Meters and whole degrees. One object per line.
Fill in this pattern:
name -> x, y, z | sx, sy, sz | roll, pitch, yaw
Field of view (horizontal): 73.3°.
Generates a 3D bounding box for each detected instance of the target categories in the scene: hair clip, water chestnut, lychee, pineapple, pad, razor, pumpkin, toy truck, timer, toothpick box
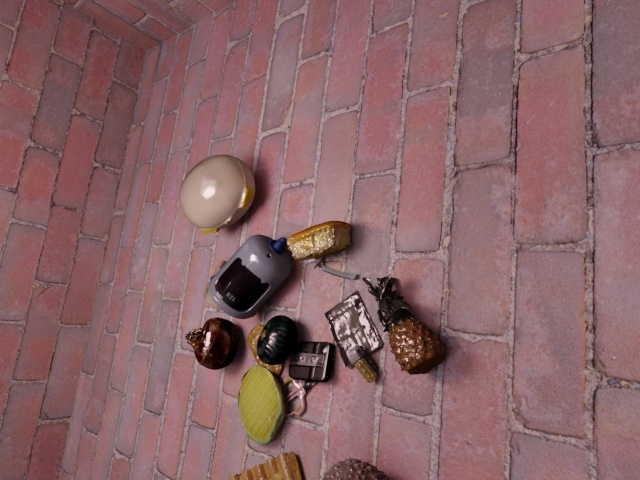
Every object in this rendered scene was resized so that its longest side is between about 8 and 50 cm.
hair clip -> -0.466, 0.223, 1.992 | 0.282, 0.113, 0.173 | 40, 104, 40
water chestnut -> -0.467, 0.437, 1.859 | 0.223, 0.238, 0.224 | -160, 90, -76
lychee -> 0.103, 0.803, 1.256 | 0.300, 0.300, 0.300 | -12, 70, 37
pineapple -> 0.245, 0.245, 1.373 | 0.165, 0.165, 0.365 | -45, 53, 21
pad -> 0.115, 0.319, 1.549 | 0.174, 0.022, 0.233 | -39, 56, 24
razor -> 0.060, 0.119, 1.642 | 0.191, 0.037, 0.068 | 17, 47, 37
pumpkin -> -0.173, 0.385, 1.666 | 0.202, 0.140, 0.202 | -60, 13, 25
toy truck -> 0.144, 0.417, 1.452 | 0.052, 0.063, 0.123 | -42, 82, 23
timer -> -0.040, 0.448, 1.602 | 0.187, 0.055, 0.144 | -10, 61, 38
toothpick box -> -0.269, 0.126, 1.792 | 0.355, 0.263, 0.263 | -47, 53, 19

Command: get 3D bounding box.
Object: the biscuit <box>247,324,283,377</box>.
biscuit -> -0.232, 0.460, 1.788 | 0.118, 0.029, 0.247 | -51, 52, 16

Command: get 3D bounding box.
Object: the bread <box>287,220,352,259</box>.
bread -> 0.000, 0.000, 1.642 | 0.245, 0.174, 0.121 | -23, 84, 34

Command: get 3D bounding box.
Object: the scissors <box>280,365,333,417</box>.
scissors -> -0.065, 0.556, 1.627 | 0.317, 0.024, 0.160 | -43, 54, 22

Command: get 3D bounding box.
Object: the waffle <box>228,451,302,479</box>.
waffle -> -0.178, 0.970, 1.570 | 0.348, 0.077, 0.304 | -38, 58, 26

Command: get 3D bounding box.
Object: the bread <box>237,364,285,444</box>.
bread -> -0.241, 0.649, 1.717 | 0.301, 0.045, 0.302 | -11, 74, 44

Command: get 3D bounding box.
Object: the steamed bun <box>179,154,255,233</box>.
steamed bun -> -0.478, -0.221, 1.999 | 0.374, 0.334, 0.334 | -38, 57, 24
